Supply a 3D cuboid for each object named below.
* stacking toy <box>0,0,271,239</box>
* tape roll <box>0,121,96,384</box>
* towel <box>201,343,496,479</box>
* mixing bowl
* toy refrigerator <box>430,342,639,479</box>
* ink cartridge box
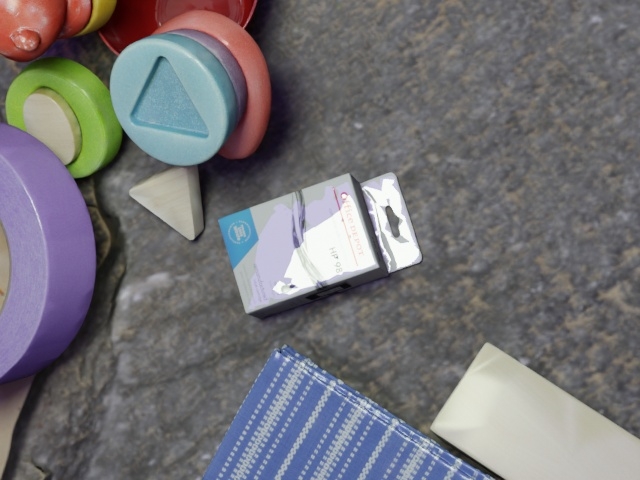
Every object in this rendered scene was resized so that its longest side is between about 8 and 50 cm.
[{"bbox_3d":[-0.219,-0.130,1.869,0.309,0.130,0.280,29,129,13],"label":"stacking toy"},{"bbox_3d":[-0.365,0.016,1.931,0.274,0.090,0.275,4,98,26],"label":"tape roll"},{"bbox_3d":[0.042,0.284,1.857,0.336,0.040,0.243,32,103,16],"label":"towel"},{"bbox_3d":[-0.137,-0.248,1.957,0.181,0.098,0.181,-2,79,13],"label":"mixing bowl"},{"bbox_3d":[0.246,0.215,1.808,0.269,0.094,0.102,32,85,14],"label":"toy refrigerator"},{"bbox_3d":[0.000,0.000,1.909,0.180,0.060,0.104,-20,78,9],"label":"ink cartridge box"}]
